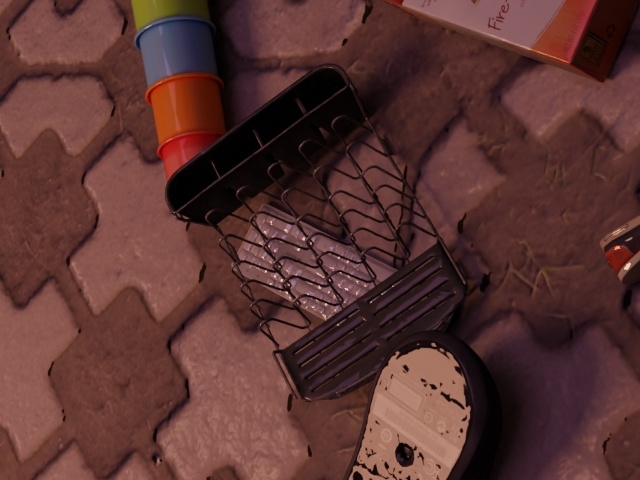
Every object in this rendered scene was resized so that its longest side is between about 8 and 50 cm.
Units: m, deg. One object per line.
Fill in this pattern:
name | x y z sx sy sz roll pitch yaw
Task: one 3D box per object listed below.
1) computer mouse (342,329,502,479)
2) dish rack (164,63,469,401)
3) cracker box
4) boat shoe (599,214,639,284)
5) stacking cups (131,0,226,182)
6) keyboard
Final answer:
computer mouse | 0.078 0.196 1.359 0.188 0.072 0.272 39 116 35
dish rack | 0.000 0.000 1.433 0.208 0.074 0.271 -36 59 12
cracker box | 0.171 -0.247 1.386 0.232 0.067 0.156 26 95 40
boat shoe | 0.279 -0.022 1.262 0.137 0.049 0.043 -44 54 27
stacking cups | -0.135 -0.181 1.604 0.096 0.096 0.316 -25 69 31
keyboard | 0.017 0.040 1.473 0.256 0.014 0.072 27 96 39
